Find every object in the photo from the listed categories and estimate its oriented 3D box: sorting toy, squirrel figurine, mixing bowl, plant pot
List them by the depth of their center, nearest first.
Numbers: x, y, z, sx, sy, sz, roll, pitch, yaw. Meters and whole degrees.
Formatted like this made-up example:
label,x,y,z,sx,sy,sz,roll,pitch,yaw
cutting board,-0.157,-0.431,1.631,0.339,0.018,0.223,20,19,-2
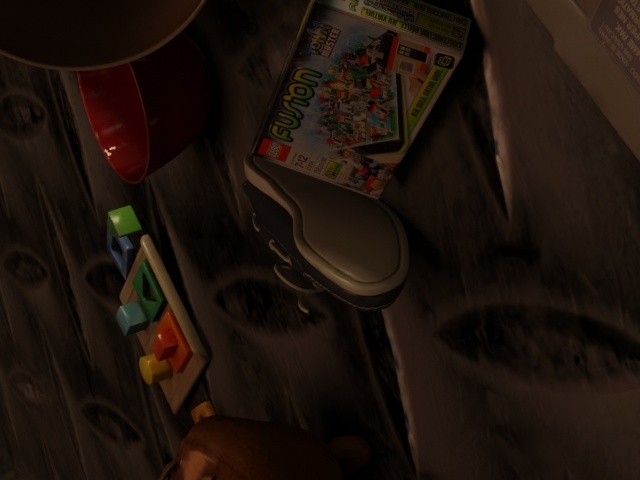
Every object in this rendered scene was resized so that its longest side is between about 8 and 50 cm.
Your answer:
label,x,y,z,sx,sy,sz,roll,pitch,yaw
plant pot,-0.215,-0.315,1.284,0.191,0.284,0.284,-87,-11,-69
squirrel figurine,-0.032,0.360,1.413,0.397,0.281,0.370,42,134,24
mixing bowl,-0.173,-0.158,1.455,0.181,0.098,0.181,45,145,43
sorting toy,-0.210,0.114,1.783,0.348,0.047,0.196,62,154,19

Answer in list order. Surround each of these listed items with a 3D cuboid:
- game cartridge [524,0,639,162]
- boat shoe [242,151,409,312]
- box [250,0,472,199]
label,x,y,z,sx,sy,sz,roll,pitch,yaw
game cartridge,0.236,-0.092,0.710,0.355,0.068,0.230,59,156,25
boat shoe,0.000,0.000,1.213,0.254,0.095,0.079,41,140,50
box,0.025,-0.112,1.067,0.207,0.114,0.036,118,169,-58
